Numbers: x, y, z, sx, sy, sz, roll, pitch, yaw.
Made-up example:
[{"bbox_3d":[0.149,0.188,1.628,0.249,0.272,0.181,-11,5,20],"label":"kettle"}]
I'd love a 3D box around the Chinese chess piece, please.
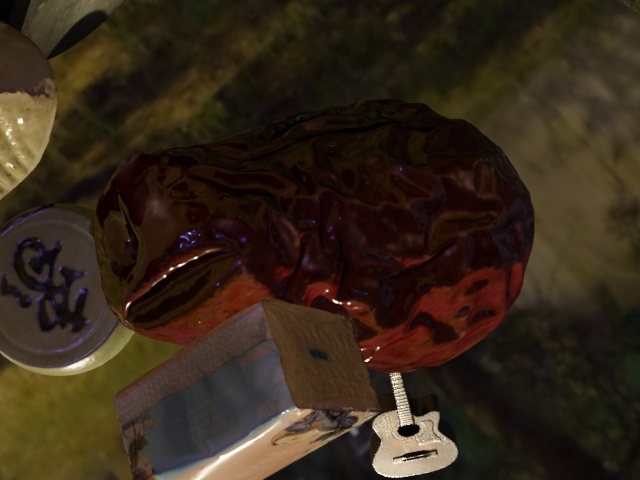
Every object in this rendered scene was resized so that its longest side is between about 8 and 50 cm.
[{"bbox_3d":[-0.217,0.041,1.271,0.144,0.144,0.058,-42,170,5],"label":"Chinese chess piece"}]

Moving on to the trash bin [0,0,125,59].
[{"bbox_3d":[-0.264,-0.302,1.118,0.252,0.301,0.203,-46,173,-14],"label":"trash bin"}]

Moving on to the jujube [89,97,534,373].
[{"bbox_3d":[0.000,0.000,1.100,0.342,0.216,0.216,2,145,-40],"label":"jujube"}]

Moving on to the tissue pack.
[{"bbox_3d":[-0.033,0.071,0.660,0.094,0.059,0.074,-33,154,27],"label":"tissue pack"}]

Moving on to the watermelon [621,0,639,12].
[{"bbox_3d":[0.258,-0.215,1.067,0.133,0.105,0.105,-44,176,-20],"label":"watermelon"}]

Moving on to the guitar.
[{"bbox_3d":[0.078,0.153,1.474,0.088,0.025,0.233,-11,135,5],"label":"guitar"}]

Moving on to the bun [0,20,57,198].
[{"bbox_3d":[-0.294,-0.071,1.027,0.237,0.116,0.210,-39,163,0],"label":"bun"}]
